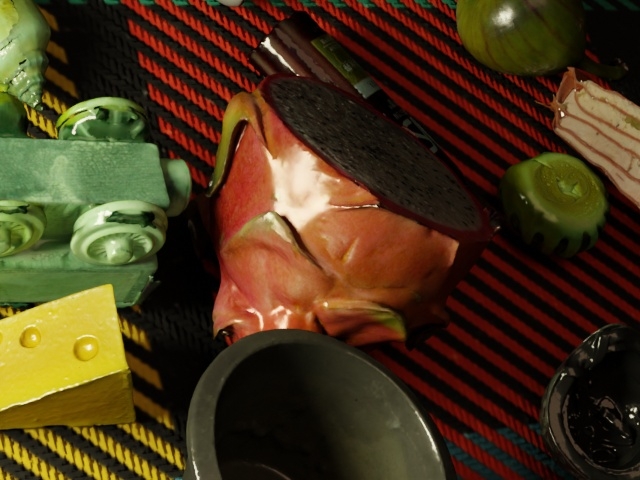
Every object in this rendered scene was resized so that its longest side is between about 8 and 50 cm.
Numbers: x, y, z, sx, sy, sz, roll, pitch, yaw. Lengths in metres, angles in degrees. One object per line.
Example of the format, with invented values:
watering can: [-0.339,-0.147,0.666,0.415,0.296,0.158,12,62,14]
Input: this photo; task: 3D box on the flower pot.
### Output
flower pot: [-0.029,0.231,1.486,0.269,0.166,0.269,20,48,-24]

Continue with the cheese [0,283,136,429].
cheese: [-0.261,0.119,1.499,0.171,0.126,0.093,-12,64,-12]

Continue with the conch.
conch: [-0.326,-0.212,1.667,0.095,0.079,0.201,-32,61,-26]

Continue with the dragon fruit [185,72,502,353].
dragon fruit: [0.000,0.000,1.626,0.305,0.225,0.305,29,20,-11]

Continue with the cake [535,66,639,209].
cake: [0.365,-0.104,1.913,0.135,0.098,0.287,35,11,-35]

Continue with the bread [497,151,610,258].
bread: [0.265,-0.041,1.889,0.130,0.071,0.139,42,47,3]

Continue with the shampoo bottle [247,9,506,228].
shampoo bottle: [0.064,-0.110,1.804,0.323,0.084,0.129,46,18,5]

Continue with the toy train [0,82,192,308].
toy train: [-0.258,-0.031,1.517,0.272,0.188,0.159,0,61,-26]

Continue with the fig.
fig: [0.273,-0.238,2.014,0.259,0.151,0.151,41,43,-37]

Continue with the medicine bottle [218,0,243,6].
medicine bottle: [-0.142,-0.367,1.827,0.215,0.135,0.135,35,50,-5]

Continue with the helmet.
helmet: [0.299,0.184,1.748,0.153,0.107,0.177,44,69,-1]
